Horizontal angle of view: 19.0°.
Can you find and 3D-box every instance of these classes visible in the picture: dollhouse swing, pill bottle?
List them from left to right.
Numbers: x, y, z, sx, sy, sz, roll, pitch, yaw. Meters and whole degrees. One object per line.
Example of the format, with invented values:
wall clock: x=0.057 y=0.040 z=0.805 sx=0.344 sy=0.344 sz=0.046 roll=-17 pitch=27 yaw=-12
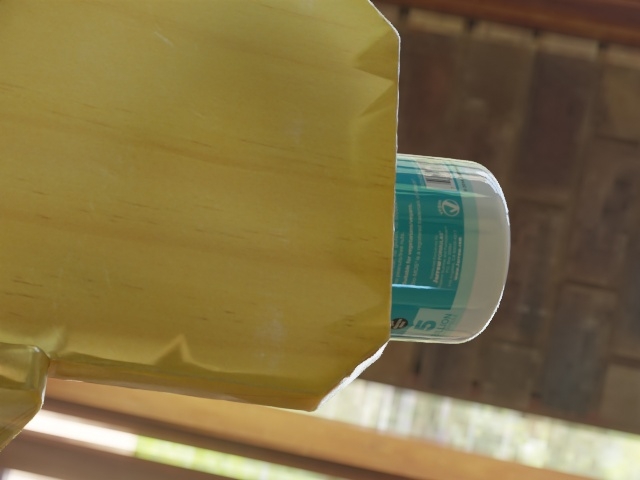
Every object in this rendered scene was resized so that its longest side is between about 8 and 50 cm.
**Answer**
dollhouse swing: x=-0.154 y=-0.009 z=1.217 sx=0.315 sy=0.305 sz=0.346 roll=-43 pitch=-142 yaw=52
pill bottle: x=0.000 y=0.000 z=1.456 sx=0.146 sy=0.264 sz=0.146 roll=-175 pitch=-90 yaw=-71
